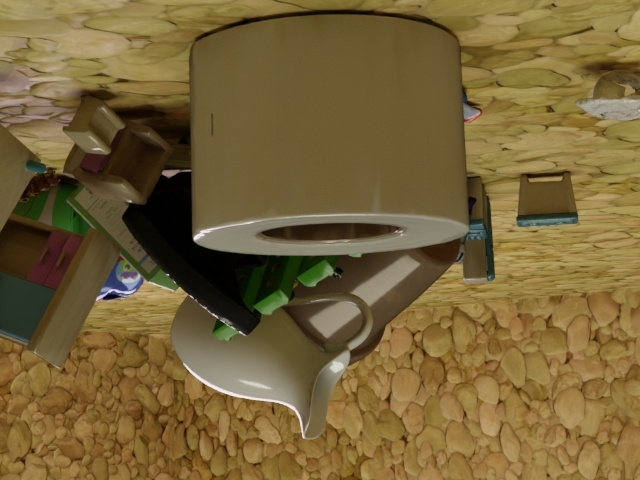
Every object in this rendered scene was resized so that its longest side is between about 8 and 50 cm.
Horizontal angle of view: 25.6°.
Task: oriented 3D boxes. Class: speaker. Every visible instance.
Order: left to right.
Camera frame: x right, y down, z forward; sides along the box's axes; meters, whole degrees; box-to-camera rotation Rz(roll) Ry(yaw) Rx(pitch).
[{"bbox_3d":[-0.444,-0.007,1.839,0.296,0.131,0.131,-4,172,11],"label":"speaker"}]

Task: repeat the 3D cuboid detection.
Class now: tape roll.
[{"bbox_3d":[0.006,-0.085,1.238,0.246,0.169,0.246,-1,172,0],"label":"tape roll"}]

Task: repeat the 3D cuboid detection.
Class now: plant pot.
[{"bbox_3d":[0.047,0.013,1.782,0.229,0.263,0.263,-28,158,33],"label":"plant pot"}]

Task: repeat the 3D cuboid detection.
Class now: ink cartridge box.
[{"bbox_3d":[-0.212,0.006,1.759,0.062,0.209,0.109,-48,166,2],"label":"ink cartridge box"}]

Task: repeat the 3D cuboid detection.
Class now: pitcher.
[{"bbox_3d":[-0.057,0.112,1.662,0.207,0.178,0.125,27,164,19],"label":"pitcher"}]

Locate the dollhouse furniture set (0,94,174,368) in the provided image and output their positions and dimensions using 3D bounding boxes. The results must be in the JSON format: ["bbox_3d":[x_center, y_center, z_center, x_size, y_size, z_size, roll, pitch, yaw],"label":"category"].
[{"bbox_3d":[-0.350,-0.060,1.354,0.198,0.286,0.303,15,162,34],"label":"dollhouse furniture set"}]

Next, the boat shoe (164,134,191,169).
[{"bbox_3d":[-0.164,-0.101,1.547,0.153,0.048,0.056,-3,-176,-20],"label":"boat shoe"}]

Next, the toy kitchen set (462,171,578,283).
[{"bbox_3d":[0.274,-0.014,1.962,0.166,0.122,0.207,-3,172,9],"label":"toy kitchen set"}]

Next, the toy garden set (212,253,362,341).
[{"bbox_3d":[0.000,0.000,1.584,0.244,0.204,0.049,-33,114,32],"label":"toy garden set"}]

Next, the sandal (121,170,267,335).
[{"bbox_3d":[-0.136,-0.022,1.576,0.167,0.107,0.446,41,-175,-19],"label":"sandal"}]

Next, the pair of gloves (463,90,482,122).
[{"bbox_3d":[0.063,-0.131,1.446,0.198,0.023,0.159,-7,170,28],"label":"pair of gloves"}]

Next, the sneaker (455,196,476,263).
[{"bbox_3d":[0.124,-0.044,1.923,0.223,0.098,0.083,24,-173,42],"label":"sneaker"}]

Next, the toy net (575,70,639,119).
[{"bbox_3d":[0.339,-0.138,1.395,0.232,0.045,0.122,4,172,-28],"label":"toy net"}]

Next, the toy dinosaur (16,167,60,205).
[{"bbox_3d":[-0.472,-0.029,1.663,0.322,0.164,0.218,-45,-169,-22],"label":"toy dinosaur"}]

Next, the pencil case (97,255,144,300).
[{"bbox_3d":[-0.393,0.049,1.987,0.306,0.133,0.119,-15,-166,-17],"label":"pencil case"}]
